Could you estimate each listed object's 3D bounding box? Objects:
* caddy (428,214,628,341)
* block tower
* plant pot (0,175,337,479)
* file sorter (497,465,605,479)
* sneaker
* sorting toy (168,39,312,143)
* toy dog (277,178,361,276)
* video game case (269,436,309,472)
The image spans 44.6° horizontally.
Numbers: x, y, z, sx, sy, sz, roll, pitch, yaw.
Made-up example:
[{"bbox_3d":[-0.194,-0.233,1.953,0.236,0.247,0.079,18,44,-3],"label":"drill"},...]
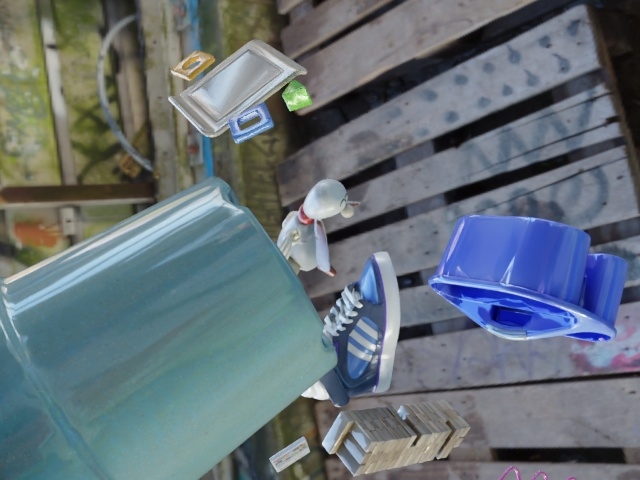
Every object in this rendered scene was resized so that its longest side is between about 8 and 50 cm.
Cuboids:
[{"bbox_3d":[0.341,0.082,1.318,0.341,0.241,0.179,5,72,56],"label":"caddy"},{"bbox_3d":[0.163,0.400,1.599,0.097,0.335,0.091,45,117,40],"label":"block tower"},{"bbox_3d":[-0.185,0.120,0.841,0.341,0.334,0.341,53,169,15],"label":"plant pot"},{"bbox_3d":[0.486,0.583,1.550,0.291,0.182,0.202,-4,109,44],"label":"file sorter"},{"bbox_3d":[0.026,0.180,1.567,0.130,0.236,0.322,-112,22,-64],"label":"sneaker"},{"bbox_3d":[-0.135,-0.245,1.282,0.348,0.196,0.047,45,167,49],"label":"sorting toy"},{"bbox_3d":[0.000,0.000,1.647,0.220,0.161,0.334,-61,7,-9],"label":"toy dog"},{"bbox_3d":[-0.066,0.471,1.716,0.011,0.087,0.122,55,168,24],"label":"video game case"}]
